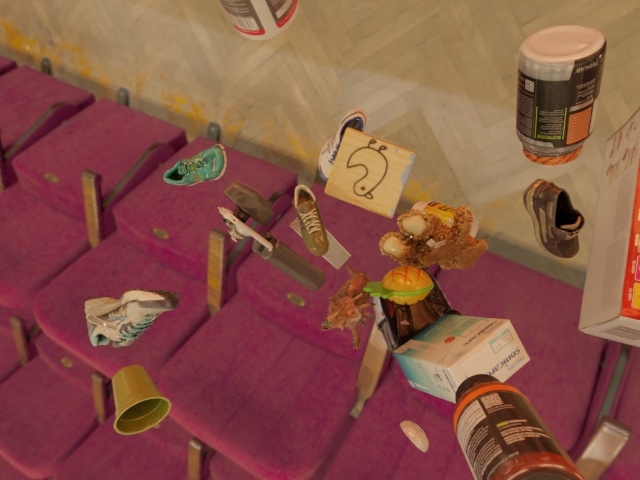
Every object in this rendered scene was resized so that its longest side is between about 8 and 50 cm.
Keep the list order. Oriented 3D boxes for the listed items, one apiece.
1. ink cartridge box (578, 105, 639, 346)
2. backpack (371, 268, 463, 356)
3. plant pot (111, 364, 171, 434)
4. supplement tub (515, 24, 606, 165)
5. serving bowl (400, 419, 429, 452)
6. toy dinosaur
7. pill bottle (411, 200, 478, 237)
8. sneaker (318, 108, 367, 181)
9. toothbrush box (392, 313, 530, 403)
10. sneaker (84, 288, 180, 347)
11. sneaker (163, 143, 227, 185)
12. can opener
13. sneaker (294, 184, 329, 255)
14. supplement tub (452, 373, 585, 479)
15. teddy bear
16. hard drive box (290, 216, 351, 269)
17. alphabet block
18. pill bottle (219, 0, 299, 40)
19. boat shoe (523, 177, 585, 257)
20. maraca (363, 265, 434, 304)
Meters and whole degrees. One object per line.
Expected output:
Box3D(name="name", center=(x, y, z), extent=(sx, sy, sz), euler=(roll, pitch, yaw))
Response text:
Box3D(name="ink cartridge box", center=(0.523, 0.000, 0.652), extent=(0.272, 0.309, 0.130), euler=(14, 164, 9))
Box3D(name="backpack", center=(0.297, 0.229, 1.627), extent=(0.213, 0.276, 0.263), euler=(130, 123, -67))
Box3D(name="plant pot", center=(-0.281, 0.236, 0.756), extent=(0.079, 0.083, 0.083), euler=(50, 136, 38))
Box3D(name="supplement tub", center=(0.605, -0.362, 1.272), extent=(0.193, 0.193, 0.316), euler=(12, 141, 28))
Box3D(name="serving bowl", center=(0.224, 0.451, 1.156), extent=(0.027, 0.083, 0.083), euler=(-45, 84, 3))
Box3D(name="toy dinosaur", center=(0.090, 0.160, 1.372), extent=(0.127, 0.296, 0.200), euler=(18, 140, 2))
Box3D(name="pill bottle", center=(0.402, -0.061, 1.641), extent=(0.215, 0.117, 0.117), euler=(29, 130, 46))
Box3D(name="sneaker", center=(0.073, -0.349, 1.834), extent=(0.112, 0.131, 0.296), euler=(24, 109, -5))
Box3D(name="toothbrush box", center=(0.367, 0.312, 1.339), extent=(0.126, 0.216, 0.295), euler=(61, 162, -6))
Box3D(name="sneaker", center=(-0.436, 0.186, 1.162), extent=(0.283, 0.110, 0.122), euler=(-15, 73, 29))
Box3D(name="sneaker", center=(-0.417, -0.240, 1.664), extent=(0.275, 0.110, 0.107), euler=(-19, 87, 36))
Box3D(name="can opener", center=(-0.081, 0.004, 0.920), extent=(0.074, 0.093, 0.280), euler=(35, 173, 48))
Box3D(name="sneaker", center=(-0.030, -0.057, 1.228), extent=(0.064, 0.192, 0.086), euler=(-18, 142, 5))
Box3D(name="supplement tub", center=(0.223, 0.242, 0.594), extent=(0.106, 0.198, 0.106), euler=(0, 106, 0))
Box3D(name="teddy bear", center=(0.316, -0.006, 1.404), extent=(0.113, 0.338, 0.245), euler=(-118, 35, -44))
Box3D(name="hard drive box", center=(0.000, 0.000, 2.159), extent=(0.232, 0.089, 0.181), euler=(46, 176, -42))
Box3D(name="alphabet block", center=(0.144, -0.191, 1.372), extent=(0.197, 0.193, 0.192), euler=(21, 103, 6))
Box3D(name="pill bottle", center=(-0.170, -0.611, 1.086), extent=(0.176, 0.318, 0.176), euler=(-4, 73, 13))
Box3D(name="boat shoe", center=(0.799, -0.052, 1.660), extent=(0.355, 0.132, 0.130), euler=(46, 174, -31))
Box3D(name="maraca", center=(0.205, 0.119, 1.291), extent=(0.127, 0.185, 0.099), euler=(-152, 56, -68))
